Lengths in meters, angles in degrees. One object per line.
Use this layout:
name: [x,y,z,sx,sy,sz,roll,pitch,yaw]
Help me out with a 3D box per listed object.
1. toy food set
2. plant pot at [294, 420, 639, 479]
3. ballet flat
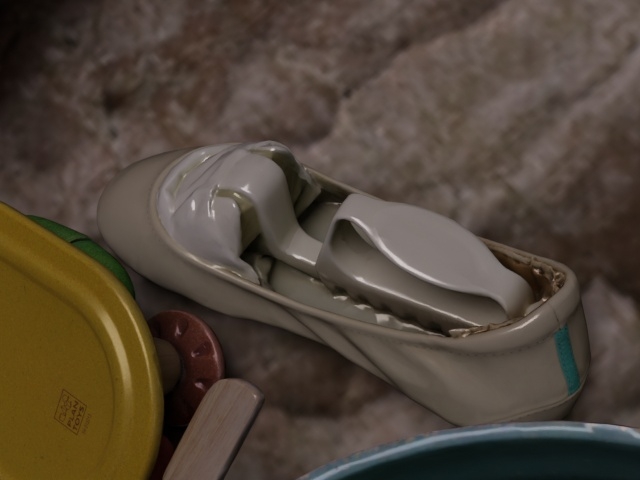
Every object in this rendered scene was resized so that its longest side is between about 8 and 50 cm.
toy food set: [-0.104,0.061,0.598,0.218,0.071,0.128,30,108,30]
plant pot: [0.079,0.218,0.392,0.293,0.196,0.293,-7,67,17]
ballet flat: [0.000,0.000,0.572,0.248,0.086,0.086,22,77,24]
